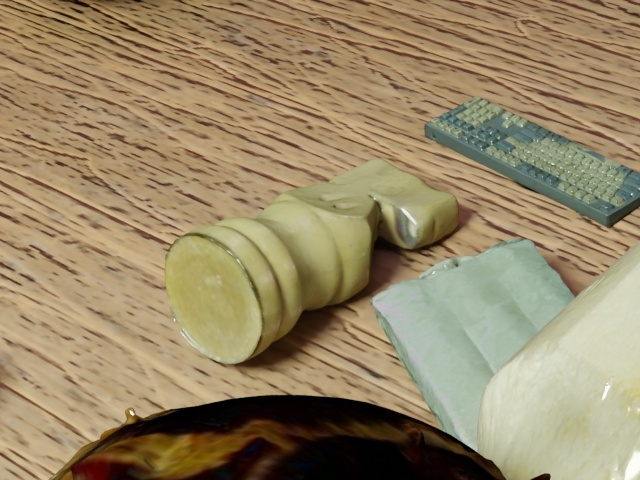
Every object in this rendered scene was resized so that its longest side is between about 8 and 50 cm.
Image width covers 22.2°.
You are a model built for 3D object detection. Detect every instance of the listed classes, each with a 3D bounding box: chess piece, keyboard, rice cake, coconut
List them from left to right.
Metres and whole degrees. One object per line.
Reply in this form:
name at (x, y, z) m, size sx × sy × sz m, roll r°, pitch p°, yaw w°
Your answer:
chess piece at (0.000, 0.000, 1.052) m, size 0.090 × 0.090 × 0.200 m, roll 23°, pitch 37°, yaw 37°
rice cake at (0.111, 0.075, 0.949) m, size 0.124 × 0.038 × 0.211 m, roll -21°, pitch 38°, yaw -13°
keyboard at (0.151, -0.058, 1.135) m, size 0.055 × 0.014 × 0.176 m, roll -30°, pitch 41°, yaw -28°
coconut at (0.196, 0.107, 0.746) m, size 0.241 × 0.241 × 0.241 m, roll -7°, pitch 37°, yaw 5°

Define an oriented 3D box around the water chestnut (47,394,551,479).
water chestnut at (-0.030, 0.201, 0.635) m, size 0.300 × 0.300 × 0.300 m, roll -7°, pitch 37°, yaw 5°
